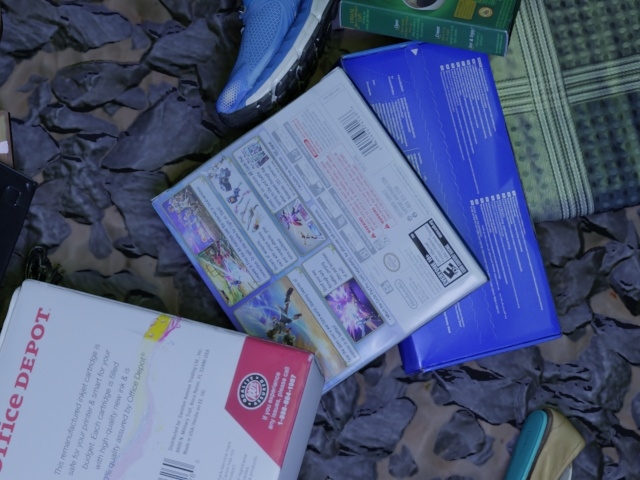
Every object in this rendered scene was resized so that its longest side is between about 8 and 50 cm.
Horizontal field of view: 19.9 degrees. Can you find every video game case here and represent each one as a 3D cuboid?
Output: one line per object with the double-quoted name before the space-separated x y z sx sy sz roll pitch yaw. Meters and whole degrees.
"video game case" 0.000 0.000 1.890 0.244 0.061 0.269 -35 84 7

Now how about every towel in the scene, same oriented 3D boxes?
"towel" 0.329 -0.197 2.050 0.312 0.056 0.324 -12 86 -10

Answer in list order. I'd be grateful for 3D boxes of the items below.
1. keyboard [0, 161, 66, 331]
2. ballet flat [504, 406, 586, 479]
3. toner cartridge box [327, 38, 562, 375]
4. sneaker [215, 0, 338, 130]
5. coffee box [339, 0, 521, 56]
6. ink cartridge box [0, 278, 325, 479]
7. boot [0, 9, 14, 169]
"keyboard" -0.359 0.075 1.826 0.201 0.033 0.317 31 74 -47
"ballet flat" 0.215 0.291 1.935 0.073 0.080 0.232 34 78 -20
"toner cartridge box" 0.132 -0.042 1.967 0.165 0.075 0.347 -12 84 -14
"sneaker" -0.052 -0.271 1.955 0.147 0.130 0.330 19 72 4
"coffee box" 0.121 -0.262 1.966 0.184 0.040 0.113 11 49 9
"ink cartridge box" -0.172 0.187 1.802 0.306 0.131 0.226 15 78 12
"boot" -0.435 -0.188 1.874 0.220 0.109 0.283 -5 90 -8
